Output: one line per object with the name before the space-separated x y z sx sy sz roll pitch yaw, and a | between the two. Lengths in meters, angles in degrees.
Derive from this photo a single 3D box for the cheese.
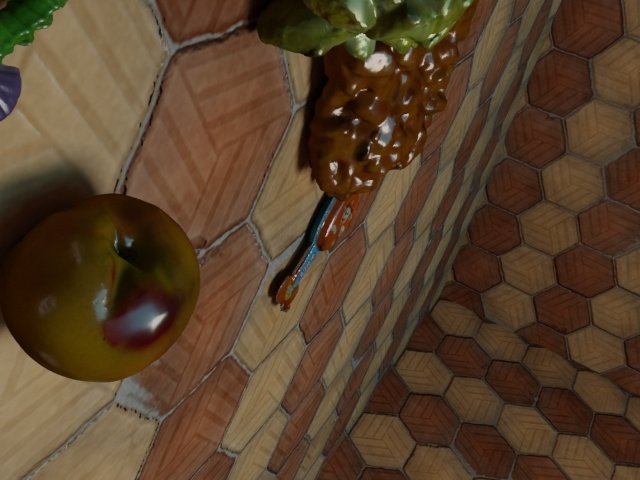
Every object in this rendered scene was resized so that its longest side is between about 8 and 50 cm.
cheese | 0.000 0.000 0.967 0.256 0.037 0.106 -60 161 -13

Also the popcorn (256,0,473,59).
popcorn | 0.036 -0.246 0.536 0.212 0.198 0.198 -43 175 33

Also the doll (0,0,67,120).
doll | -0.192 -0.091 0.287 0.190 0.050 0.115 -52 166 -36

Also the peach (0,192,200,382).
peach | -0.159 0.039 0.443 0.138 0.138 0.138 -53 160 -29

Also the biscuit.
biscuit | 0.098 -0.216 0.821 0.318 0.110 0.312 -47 157 -41
